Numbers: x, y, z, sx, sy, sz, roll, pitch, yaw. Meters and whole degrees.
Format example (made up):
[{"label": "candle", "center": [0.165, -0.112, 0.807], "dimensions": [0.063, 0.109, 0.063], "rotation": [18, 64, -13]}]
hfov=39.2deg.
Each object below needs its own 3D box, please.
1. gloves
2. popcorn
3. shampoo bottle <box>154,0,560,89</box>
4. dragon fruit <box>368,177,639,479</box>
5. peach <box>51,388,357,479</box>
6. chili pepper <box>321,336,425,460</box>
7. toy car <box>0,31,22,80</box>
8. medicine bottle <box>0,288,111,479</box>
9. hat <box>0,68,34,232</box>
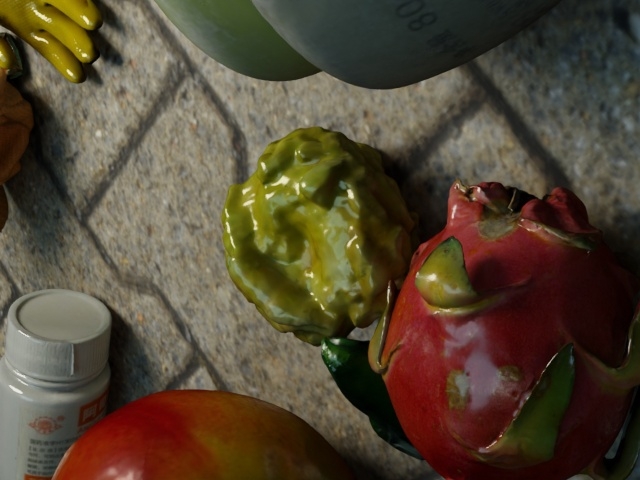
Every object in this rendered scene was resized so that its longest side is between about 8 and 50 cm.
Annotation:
[{"label": "gloves", "center": [-0.360, -0.294, 1.037], "dimensions": [0.294, 0.116, 0.133], "rotation": [35, 135, 16]}, {"label": "popcorn", "center": [0.004, -0.001, 0.820], "dimensions": [0.198, 0.156, 0.197], "rotation": [-1, 88, 30]}, {"label": "shampoo bottle", "center": [0.040, -0.266, 0.587], "dimensions": [0.317, 0.322, 0.322], "rotation": [-12, 97, 33]}, {"label": "dragon fruit", "center": [0.152, 0.077, 0.699], "dimensions": [0.224, 0.224, 0.227], "rotation": [26, 117, 29]}, {"label": "peach", "center": [-0.130, 0.345, 0.906], "dimensions": [0.388, 0.388, 0.388], "rotation": [13, 113, 34]}, {"label": "chili pepper", "center": [0.054, 0.139, 0.832], "dimensions": [0.108, 0.062, 0.216], "rotation": [6, 152, 33]}, {"label": "toy car", "center": [-0.424, -0.223, 1.144], "dimensions": [0.122, 0.035, 0.059], "rotation": [-15, 99, 38]}, {"label": "medicine bottle", "center": [-0.345, 0.197, 1.156], "dimensions": [0.145, 0.144, 0.252], "rotation": [27, 122, 28]}, {"label": "hat", "center": [-0.435, -0.129, 1.072], "dimensions": [0.233, 0.244, 0.233], "rotation": [38, 129, -19]}]
